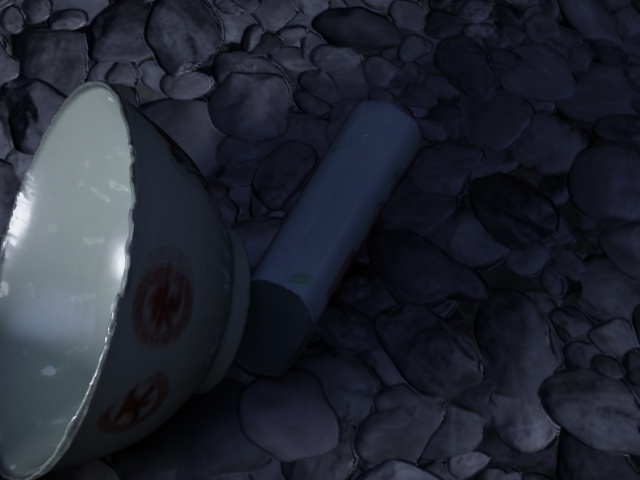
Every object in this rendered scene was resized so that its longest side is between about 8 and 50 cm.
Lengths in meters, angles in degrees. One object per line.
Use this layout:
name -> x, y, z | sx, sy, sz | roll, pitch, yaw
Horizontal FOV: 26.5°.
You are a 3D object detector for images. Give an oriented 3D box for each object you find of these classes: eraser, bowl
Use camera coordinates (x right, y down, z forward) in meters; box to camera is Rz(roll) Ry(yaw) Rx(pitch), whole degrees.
eraser -> 0.000, 0.000, 1.253 | 0.081, 0.174, 0.227 | 31, 59, -2
bowl -> -0.159, 0.044, 1.154 | 0.158, 0.337, 0.337 | 12, 55, -28
